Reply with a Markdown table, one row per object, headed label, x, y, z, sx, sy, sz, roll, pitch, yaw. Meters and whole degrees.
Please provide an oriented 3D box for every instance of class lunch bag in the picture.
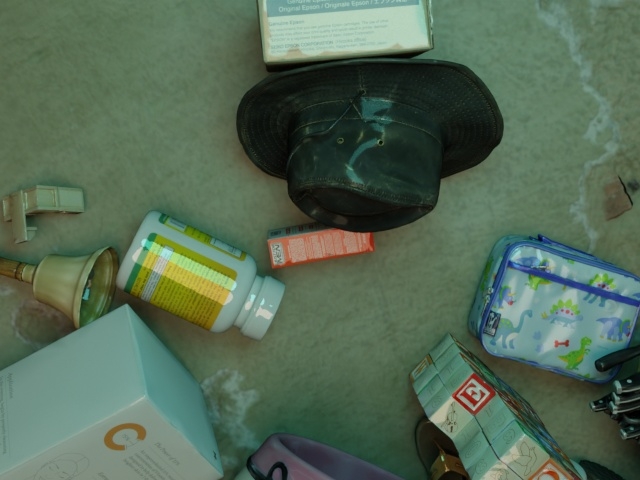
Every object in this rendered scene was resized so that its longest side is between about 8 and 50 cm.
| label | x | y | z | sx | sy | sz | roll | pitch | yaw |
| --- | --- | --- | --- | --- | --- | --- | --- | --- | --- |
| lunch bag | 0.329 | 0.093 | 1.246 | 0.219 | 0.090 | 0.176 | 19 | 97 | -7 |

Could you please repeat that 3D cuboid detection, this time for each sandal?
| label | x | y | z | sx | sy | sz | roll | pitch | yaw |
| --- | --- | --- | --- | --- | --- | --- | --- | --- | --- |
| sandal | 0.185 | 0.342 | 1.305 | 0.072 | 0.049 | 0.180 | -10 | 101 | -1 |

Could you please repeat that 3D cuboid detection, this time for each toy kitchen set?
| label | x | y | z | sx | sy | sz | roll | pitch | yaw |
| --- | --- | --- | --- | --- | --- | --- | --- | --- | --- |
| toy kitchen set | -0.375 | -0.031 | 1.207 | 0.083 | 0.075 | 0.068 | -12 | 82 | 38 |

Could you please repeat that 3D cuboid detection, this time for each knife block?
| label | x | y | z | sx | sy | sz | roll | pitch | yaw |
| --- | --- | --- | --- | --- | --- | --- | --- | --- | --- |
| knife block | 0.500 | 0.160 | 1.214 | 0.242 | 0.088 | 0.276 | 32 | 100 | -39 |

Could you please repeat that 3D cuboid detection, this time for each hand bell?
| label | x | y | z | sx | sy | sz | roll | pitch | yaw |
| --- | --- | --- | --- | --- | --- | --- | --- | --- | --- |
| hand bell | -0.410 | 0.038 | 1.203 | 0.242 | 0.126 | 0.126 | 15 | 100 | 6 |

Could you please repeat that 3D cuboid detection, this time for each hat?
| label | x | y | z | sx | sy | sz | roll | pitch | yaw |
| --- | --- | --- | --- | --- | --- | --- | --- | --- | --- |
| hat | 0.059 | -0.088 | 1.088 | 0.331 | 0.331 | 0.134 | 3 | 62 | -3 |

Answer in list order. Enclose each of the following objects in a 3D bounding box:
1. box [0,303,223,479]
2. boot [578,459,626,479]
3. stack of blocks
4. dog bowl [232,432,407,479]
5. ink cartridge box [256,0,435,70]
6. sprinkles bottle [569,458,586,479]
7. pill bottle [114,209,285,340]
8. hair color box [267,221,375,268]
| label | x | y | z | sx | sy | sz | roll | pitch | yaw |
| --- | --- | --- | --- | --- | --- | --- | --- | --- | --- |
| box | -0.337 | 0.274 | 1.164 | 0.345 | 0.168 | 0.215 | -27 | 134 | 2 |
| boot | 0.438 | 0.453 | 1.328 | 0.246 | 0.083 | 0.161 | 39 | 102 | -8 |
| stack of blocks | 0.225 | 0.248 | 1.163 | 0.171 | 0.297 | 0.087 | 41 | 97 | -10 |
| dog bowl | 0.059 | 0.384 | 1.145 | 0.408 | 0.408 | 0.150 | 24 | 84 | -7 |
| ink cartridge box | 0.023 | -0.258 | 1.086 | 0.193 | 0.235 | 0.088 | -6 | 98 | -2 |
| sprinkles bottle | 0.314 | 0.496 | 1.305 | 0.121 | 0.121 | 0.356 | 1 | 101 | -3 |
| pill bottle | -0.158 | 0.053 | 1.198 | 0.208 | 0.117 | 0.118 | 25 | 99 | -8 |
| hair color box | 0.000 | 0.000 | 1.219 | 0.141 | 0.072 | 0.043 | -9 | 101 | 0 |
